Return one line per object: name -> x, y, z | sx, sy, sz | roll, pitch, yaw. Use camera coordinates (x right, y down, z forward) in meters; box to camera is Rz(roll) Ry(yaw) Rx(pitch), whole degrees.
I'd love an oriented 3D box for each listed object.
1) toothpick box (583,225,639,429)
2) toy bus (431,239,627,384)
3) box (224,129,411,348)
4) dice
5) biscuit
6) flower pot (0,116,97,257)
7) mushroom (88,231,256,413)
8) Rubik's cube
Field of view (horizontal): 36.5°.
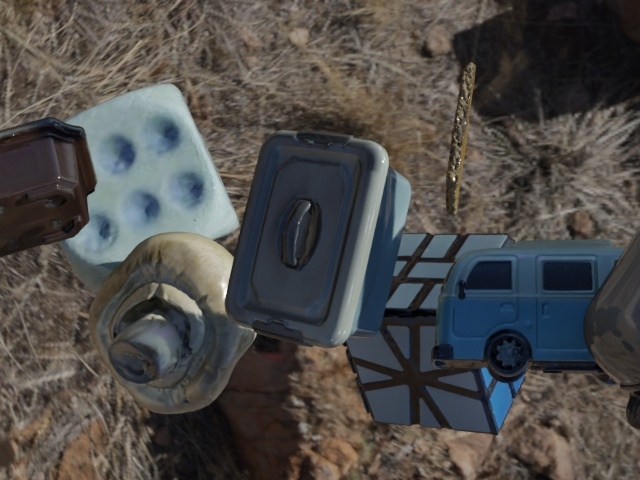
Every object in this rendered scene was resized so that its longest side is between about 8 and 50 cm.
toothpick box -> 0.396, 0.053, 0.949 | 0.229, 0.229, 0.316 | 38, 84, -20
toy bus -> 0.268, 0.084, 1.150 | 0.271, 0.133, 0.165 | 0, 78, 9
box -> 0.000, 0.000, 1.060 | 0.130, 0.162, 0.227 | 17, 84, -57
dice -> -0.300, -0.083, 1.571 | 0.268, 0.262, 0.265 | -24, 92, -3
biscuit -> 0.237, -0.174, 1.657 | 0.026, 0.131, 0.237 | 7, 68, 8
flower pot -> -0.393, -0.042, 1.189 | 0.250, 0.179, 0.084 | -19, 60, -15
mushroom -> -0.217, 0.123, 1.347 | 0.234, 0.253, 0.260 | -25, 107, -66
Rubik's cube -> 0.227, 0.171, 1.866 | 0.283, 0.293, 0.289 | -52, 130, -47
